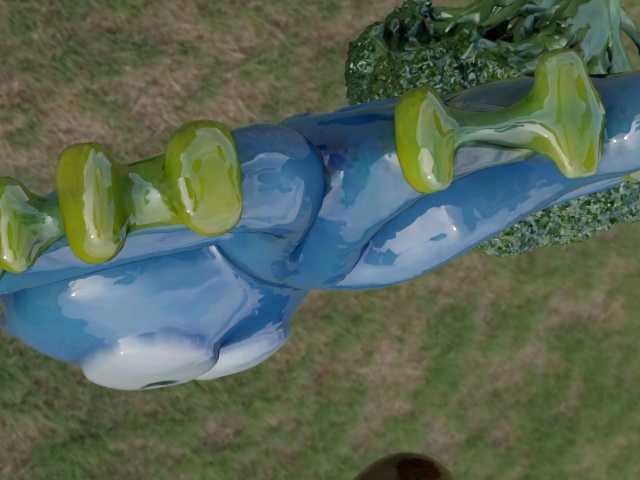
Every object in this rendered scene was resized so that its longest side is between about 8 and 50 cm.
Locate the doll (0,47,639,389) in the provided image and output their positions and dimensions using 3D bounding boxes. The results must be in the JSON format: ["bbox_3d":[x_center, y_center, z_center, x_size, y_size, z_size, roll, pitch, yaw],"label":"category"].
[{"bbox_3d":[0.000,0.000,0.456,0.346,0.341,0.098,-12,89,-58],"label":"doll"}]

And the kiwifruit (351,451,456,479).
[{"bbox_3d":[0.034,0.171,0.632,0.124,0.075,0.075,-44,140,-43],"label":"kiwifruit"}]

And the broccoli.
[{"bbox_3d":[0.143,-0.109,0.789,0.241,0.261,0.269,-62,162,2],"label":"broccoli"}]
